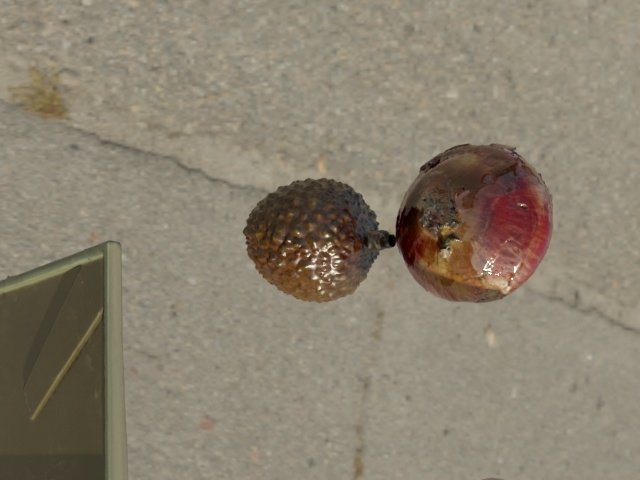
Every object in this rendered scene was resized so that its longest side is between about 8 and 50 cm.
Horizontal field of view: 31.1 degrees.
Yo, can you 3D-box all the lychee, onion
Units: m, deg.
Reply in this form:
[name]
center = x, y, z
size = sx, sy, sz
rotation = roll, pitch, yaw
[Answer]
[lychee]
center = 0.000, 0.000, 1.657
size = 0.200, 0.238, 0.200
rotation = -17, 109, -60
[onion]
center = 0.185, -0.030, 1.515
size = 0.163, 0.230, 0.230
rotation = 16, 80, -40

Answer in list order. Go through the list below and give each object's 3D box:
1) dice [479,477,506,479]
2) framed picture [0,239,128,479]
[dice]
center = 0.247, 0.392, 1.595
size = 0.091, 0.094, 0.093
rotation = -60, 164, -66
[framed picture]
center = -0.364, 0.192, 1.518
size = 0.028, 0.446, 0.326
rotation = 5, 79, -35
